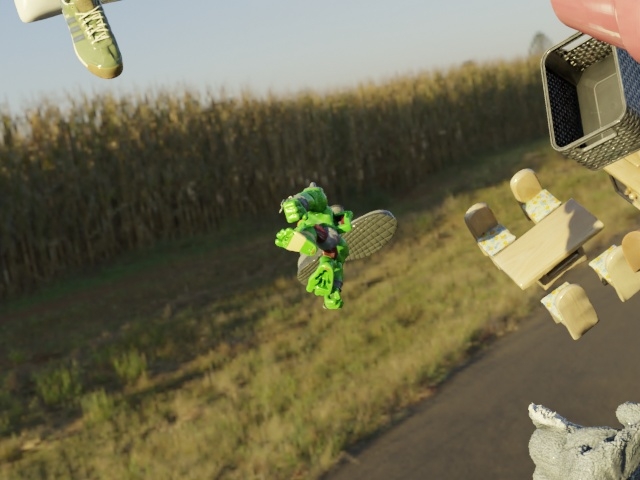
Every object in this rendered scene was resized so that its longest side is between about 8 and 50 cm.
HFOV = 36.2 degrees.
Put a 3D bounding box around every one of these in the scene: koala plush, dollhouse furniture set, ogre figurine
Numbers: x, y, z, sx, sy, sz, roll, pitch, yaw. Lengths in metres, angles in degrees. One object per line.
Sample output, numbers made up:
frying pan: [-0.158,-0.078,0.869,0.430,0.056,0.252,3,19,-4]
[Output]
koala plush: [0.447,0.374,1.690,0.203,0.196,0.221,-19,20,-32]
dollhouse furniture set: [0.541,-0.070,2.090,0.394,0.256,0.362,-38,39,0]
ogre figurine: [0.000,0.000,1.503,0.097,0.197,0.118,-30,22,33]

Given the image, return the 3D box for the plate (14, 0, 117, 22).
plate: [-0.549,-0.638,2.119,0.277,0.278,0.045,-18,14,-17]

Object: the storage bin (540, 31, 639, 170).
storage bin: [0.393,-0.205,1.386,0.084,0.180,0.122,22,-35,-36]

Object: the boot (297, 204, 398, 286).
boot: [0.041,-0.024,1.991,0.246,0.083,0.161,-34,34,23]

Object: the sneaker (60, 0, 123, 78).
sneaker: [-0.371,-0.349,1.555,0.064,0.192,0.086,-22,-27,-18]

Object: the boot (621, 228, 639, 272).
boot: [0.663,0.093,1.755,0.220,0.283,0.109,-9,-22,-40]

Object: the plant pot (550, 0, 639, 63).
plant pot: [0.388,-0.316,1.195,0.201,0.201,0.180,-14,23,-34]
